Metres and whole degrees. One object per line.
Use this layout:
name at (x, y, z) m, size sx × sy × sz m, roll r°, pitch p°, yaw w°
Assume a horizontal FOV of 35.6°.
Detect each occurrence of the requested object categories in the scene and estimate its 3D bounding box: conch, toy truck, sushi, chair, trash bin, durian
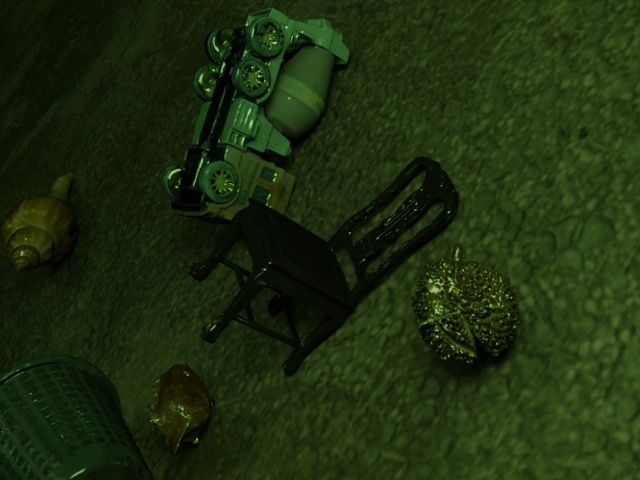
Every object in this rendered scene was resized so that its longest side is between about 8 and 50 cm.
conch at (-0.395, -0.028, 1.471) m, size 0.093 × 0.109 × 0.330 m, roll -3°, pitch 24°, yaw 8°
toy truck at (-0.062, -0.132, 1.077) m, size 0.108 × 0.140 × 0.256 m, roll 5°, pitch 77°, yaw 55°
sushi at (-0.140, 0.165, 0.972) m, size 0.060 × 0.061 × 0.118 m, roll -57°, pitch 10°, yaw 14°
chair at (0.000, 0.000, 0.884) m, size 0.229 × 0.113 × 0.106 m, roll -48°, pitch 34°, yaw 18°
trash bin at (-0.243, 0.225, 0.966) m, size 0.161 × 0.175 × 0.175 m, roll 34°, pitch 90°, yaw 46°
durian at (0.105, 0.045, 0.721) m, size 0.080 × 0.080 × 0.091 m, roll -14°, pitch 71°, yaw 47°
